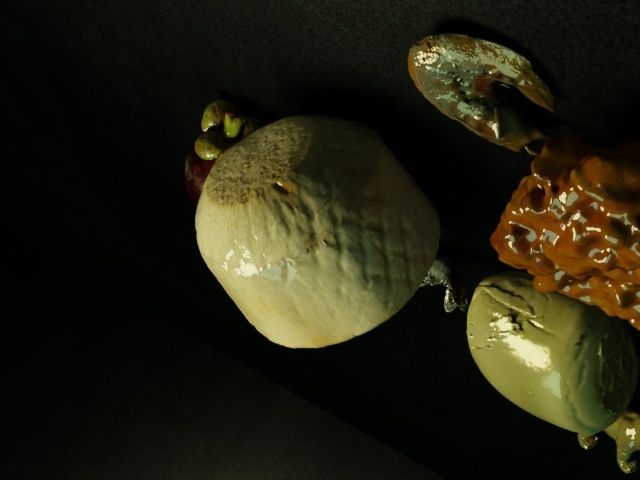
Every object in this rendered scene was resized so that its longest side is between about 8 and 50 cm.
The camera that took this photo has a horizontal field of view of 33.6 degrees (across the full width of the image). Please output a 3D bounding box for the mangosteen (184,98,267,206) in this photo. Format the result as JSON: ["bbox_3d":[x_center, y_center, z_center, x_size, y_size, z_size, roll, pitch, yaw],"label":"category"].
[{"bbox_3d":[-0.119,-0.108,1.533,0.166,0.166,0.180,22,141,30],"label":"mangosteen"}]

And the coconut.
[{"bbox_3d":[0.000,0.000,1.384,0.328,0.329,0.329,29,163,9],"label":"coconut"}]

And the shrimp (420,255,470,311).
[{"bbox_3d":[0.175,0.045,1.585,0.082,0.076,0.174,2,-163,-26],"label":"shrimp"}]

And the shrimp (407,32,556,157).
[{"bbox_3d":[0.172,-0.145,1.073,0.187,0.052,0.132,31,162,-15],"label":"shrimp"}]

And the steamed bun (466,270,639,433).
[{"bbox_3d":[0.321,0.169,1.513,0.232,0.166,0.273,17,158,36],"label":"steamed bun"}]

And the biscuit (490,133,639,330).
[{"bbox_3d":[0.339,0.010,1.069,0.312,0.111,0.318,22,166,5],"label":"biscuit"}]

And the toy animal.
[{"bbox_3d":[0.498,0.302,1.709,0.101,0.103,0.218,65,166,-20],"label":"toy animal"}]
